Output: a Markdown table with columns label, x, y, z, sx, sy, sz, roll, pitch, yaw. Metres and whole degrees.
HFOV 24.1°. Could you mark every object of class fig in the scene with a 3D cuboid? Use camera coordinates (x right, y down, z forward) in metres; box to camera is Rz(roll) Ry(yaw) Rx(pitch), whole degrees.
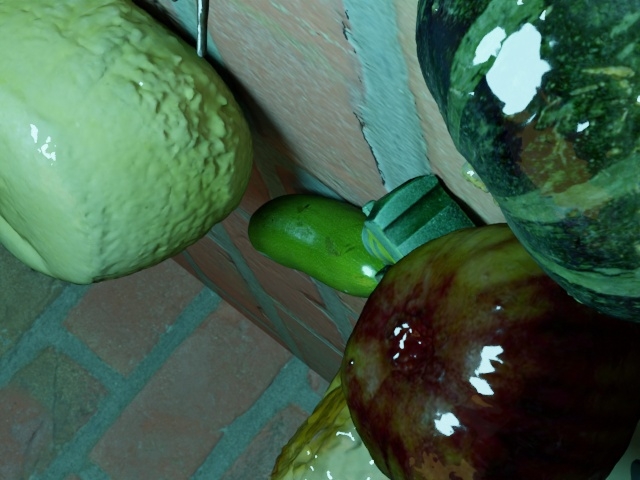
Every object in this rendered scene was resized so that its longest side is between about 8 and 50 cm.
| label | x | y | z | sx | sy | sz | roll | pitch | yaw |
| --- | --- | --- | --- | --- | --- | --- | --- | --- | --- |
| fig | 0.174 | 0.096 | 1.094 | 0.321 | 0.217 | 0.217 | 8 | -163 | -45 |

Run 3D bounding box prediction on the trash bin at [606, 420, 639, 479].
| label | x | y | z | sx | sy | sz | roll | pitch | yaw |
| --- | --- | --- | --- | --- | --- | --- | --- | --- | --- |
| trash bin | 0.248 | 0.262 | 1.230 | 0.243 | 0.247 | 0.121 | 33 | 170 | 32 |

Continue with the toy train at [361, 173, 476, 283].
| label | x | y | z | sx | sy | sz | roll | pitch | yaw |
| --- | --- | --- | --- | --- | --- | --- | --- | --- | --- |
| toy train | 0.087 | 0.013 | 1.238 | 0.132 | 0.083 | 0.200 | 52 | 169 | -5 |

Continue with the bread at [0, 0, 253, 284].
| label | x | y | z | sx | sy | sz | roll | pitch | yaw |
| --- | --- | --- | --- | --- | --- | --- | --- | --- | --- |
| bread | -0.216 | -0.113 | 1.388 | 0.320 | 0.237 | 0.320 | 38 | 155 | 21 |

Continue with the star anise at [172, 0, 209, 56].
| label | x | y | z | sx | sy | sz | roll | pitch | yaw |
| --- | --- | --- | --- | --- | --- | --- | --- | --- | --- |
| star anise | -0.042 | -0.182 | 0.648 | 0.140 | 0.144 | 0.158 | 49 | 171 | -3 |

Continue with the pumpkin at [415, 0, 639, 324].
| label | x | y | z | sx | sy | sz | roll | pitch | yaw |
| --- | --- | --- | --- | --- | --- | --- | --- | --- | --- |
| pumpkin | 0.119 | -0.058 | 0.557 | 0.190 | 0.146 | 0.190 | 39 | -159 | -18 |

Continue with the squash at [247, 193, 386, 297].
| label | x | y | z | sx | sy | sz | roll | pitch | yaw |
| --- | --- | --- | --- | --- | --- | --- | --- | --- | --- |
| squash | 0.001 | -0.002 | 1.465 | 0.082 | 0.082 | 0.292 | 44 | 170 | -24 |

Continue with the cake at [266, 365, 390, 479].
| label | x | y | z | sx | sy | sz | roll | pitch | yaw |
| --- | --- | --- | --- | --- | --- | --- | --- | --- | --- |
| cake | 0.110 | 0.273 | 1.505 | 0.307 | 0.293 | 0.314 | 42 | -162 | -3 |

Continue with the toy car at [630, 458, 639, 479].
| label | x | y | z | sx | sy | sz | roll | pitch | yaw |
| --- | --- | --- | --- | --- | --- | --- | --- | --- | --- |
| toy car | 0.298 | 0.170 | 1.027 | 0.098 | 0.126 | 0.161 | 56 | 163 | -3 |
